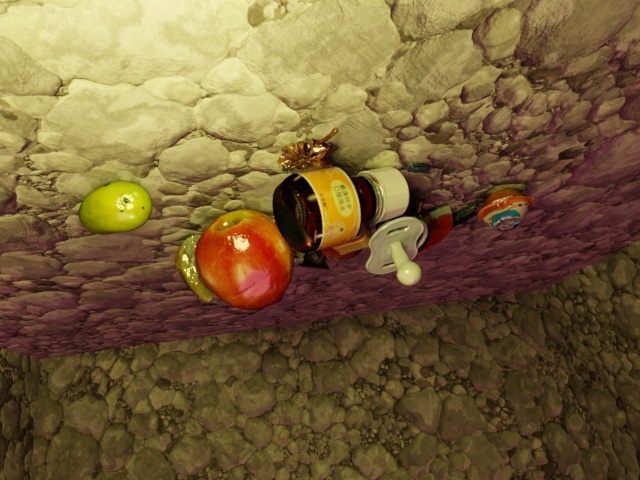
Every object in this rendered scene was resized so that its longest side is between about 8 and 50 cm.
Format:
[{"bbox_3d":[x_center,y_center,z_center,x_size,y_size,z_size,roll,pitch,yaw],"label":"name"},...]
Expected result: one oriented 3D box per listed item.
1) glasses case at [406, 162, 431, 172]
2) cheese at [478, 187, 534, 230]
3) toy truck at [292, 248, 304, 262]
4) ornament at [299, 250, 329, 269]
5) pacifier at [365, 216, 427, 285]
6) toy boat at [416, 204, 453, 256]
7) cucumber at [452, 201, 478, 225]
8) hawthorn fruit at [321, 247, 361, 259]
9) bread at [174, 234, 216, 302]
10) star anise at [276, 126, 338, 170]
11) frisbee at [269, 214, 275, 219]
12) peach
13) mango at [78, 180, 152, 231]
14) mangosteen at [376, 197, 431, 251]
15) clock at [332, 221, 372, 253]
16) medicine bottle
[{"bbox_3d":[0.323,-0.242,1.420,0.083,0.023,0.033,-2,151,-21],"label":"glasses case"},{"bbox_3d":[0.758,-0.115,1.763,0.216,0.130,0.329,-17,157,21],"label":"cheese"},{"bbox_3d":[-0.076,-0.021,1.644,0.135,0.129,0.259,23,152,-8],"label":"toy truck"},{"bbox_3d":[0.000,0.000,1.810,0.166,0.153,0.196,9,128,-39],"label":"ornament"},{"bbox_3d":[0.279,0.054,1.464,0.238,0.226,0.287,-11,143,-13],"label":"pacifier"},{"bbox_3d":[0.419,-0.037,1.836,0.145,0.133,0.331,21,133,-42],"label":"toy boat"},{"bbox_3d":[0.596,-0.095,1.862,0.070,0.046,0.220,0,156,-42],"label":"cucumber"},{"bbox_3d":[0.081,-0.025,1.655,0.178,0.201,0.179,-4,-172,1],"label":"hawthorn fruit"},{"bbox_3d":[-0.442,0.106,1.663,0.185,0.257,0.124,-21,175,-30],"label":"bread"},{"bbox_3d":[-0.014,-0.246,1.198,0.233,0.074,0.177,-11,172,30],"label":"star anise"},{"bbox_3d":[-0.166,-0.045,1.697,0.250,0.021,0.251,-9,158,-4],"label":"frisbee"},{"bbox_3d":[-0.259,0.074,1.518,0.372,0.290,0.373,-7,120,-13],"label":"peach"},{"bbox_3d":[-0.609,-0.086,1.274,0.175,0.143,0.293,5,165,-45],"label":"mango"},{"bbox_3d":[0.329,-0.063,1.640,0.211,0.212,0.250,4,137,-29],"label":"mangosteen"},{"bbox_3d":[0.093,-0.067,1.509,0.143,0.203,0.096,-17,158,17],"label":"clock"},{"bbox_3d":[0.073,-0.122,1.324,0.394,0.243,0.242,-21,165,-28],"label":"medicine bottle"}]
